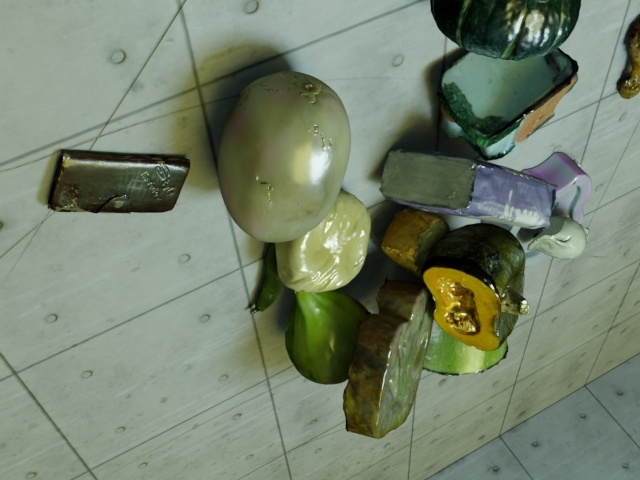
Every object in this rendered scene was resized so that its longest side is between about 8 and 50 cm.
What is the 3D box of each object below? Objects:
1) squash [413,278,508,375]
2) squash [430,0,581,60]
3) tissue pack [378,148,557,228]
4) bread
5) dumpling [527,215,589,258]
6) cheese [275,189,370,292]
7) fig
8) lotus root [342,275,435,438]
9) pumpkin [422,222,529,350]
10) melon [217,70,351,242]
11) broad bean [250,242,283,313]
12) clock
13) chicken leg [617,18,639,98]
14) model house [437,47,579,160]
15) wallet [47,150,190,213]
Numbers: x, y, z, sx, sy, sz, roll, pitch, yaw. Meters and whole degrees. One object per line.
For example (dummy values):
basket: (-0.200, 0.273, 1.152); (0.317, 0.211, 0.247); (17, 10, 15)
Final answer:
squash: (0.343, 0.145, 1.977); (0.310, 0.310, 0.309); (-18, 119, -24)
squash: (0.310, -0.410, 1.273); (0.252, 0.252, 0.165); (-17, 136, -26)
tissue pack: (0.330, -0.110, 1.647); (0.344, 0.242, 0.125); (7, 95, -45)
bread: (0.217, 0.004, 1.757); (0.143, 0.139, 0.229); (-61, 154, -13)
dumpling: (0.610, -0.001, 1.969); (0.181, 0.111, 0.155); (22, 149, -26)
cheese: (0.000, 0.000, 1.586); (0.214, 0.117, 0.226); (2, 105, -46)
fig: (-0.006, 0.218, 1.768); (0.233, 0.233, 0.314); (-46, 147, 14)
lotus root: (0.168, 0.285, 1.762); (0.375, 0.111, 0.390); (81, 30, -44)
pumpkin: (0.382, 0.082, 1.706); (0.232, 0.242, 0.325); (-52, 147, -23)
melon: (-0.064, -0.142, 1.298); (0.223, 0.223, 0.317); (-13, 139, -29)
broad bean: (-0.103, 0.075, 1.669); (0.065, 0.046, 0.254); (-2, 135, -22)
clock: (0.592, -0.071, 2.043); (0.338, 0.102, 0.338); (-23, 144, -19)
chicken leg: (0.766, -0.430, 1.790); (0.107, 0.087, 0.251); (-17, 149, -8)
model house: (0.373, -0.271, 1.590); (0.253, 0.184, 0.291); (-38, 160, -8)
wallet: (-0.337, -0.093, 1.283); (0.232, 0.031, 0.122); (-2, 131, -40)
